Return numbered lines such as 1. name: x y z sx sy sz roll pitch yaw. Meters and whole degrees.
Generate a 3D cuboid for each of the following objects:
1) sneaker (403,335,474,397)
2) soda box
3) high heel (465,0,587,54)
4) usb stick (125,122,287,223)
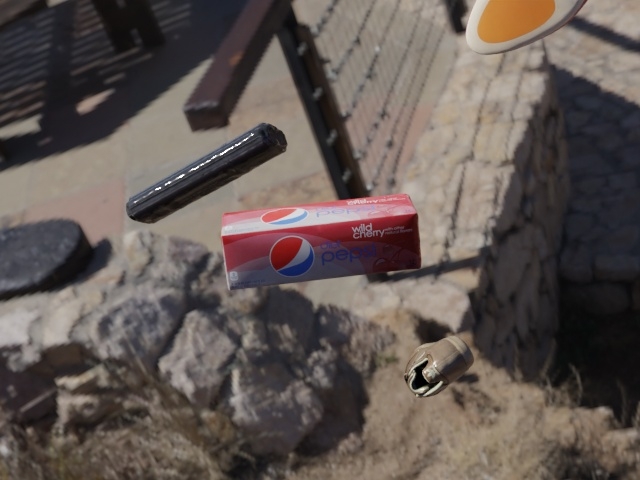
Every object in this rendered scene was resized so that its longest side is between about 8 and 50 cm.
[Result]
1. sneaker: 0.133 0.173 1.427 0.071 0.188 0.066 -30 78 -22
2. soda box: 0.000 0.000 1.481 0.263 0.083 0.092 -7 21 -2
3. high heel: 0.235 -0.274 1.034 0.244 0.082 0.117 -48 4 30
4. usb stick: -0.175 -0.099 1.670 0.278 0.077 0.045 -27 70 22
